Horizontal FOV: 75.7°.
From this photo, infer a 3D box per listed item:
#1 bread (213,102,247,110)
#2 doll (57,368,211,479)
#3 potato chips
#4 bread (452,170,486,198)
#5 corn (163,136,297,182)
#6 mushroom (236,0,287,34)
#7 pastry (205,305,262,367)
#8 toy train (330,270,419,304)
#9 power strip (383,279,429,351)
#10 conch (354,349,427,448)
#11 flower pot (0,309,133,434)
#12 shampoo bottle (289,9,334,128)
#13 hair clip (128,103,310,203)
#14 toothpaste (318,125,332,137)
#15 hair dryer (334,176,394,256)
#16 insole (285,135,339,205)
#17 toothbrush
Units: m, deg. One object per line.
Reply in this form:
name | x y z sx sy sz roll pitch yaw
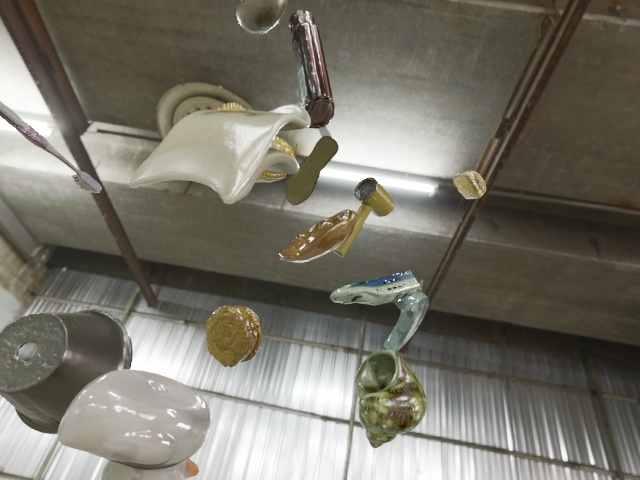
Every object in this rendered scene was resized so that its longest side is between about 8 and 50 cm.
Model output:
bread | -0.253 -0.326 1.249 0.132 0.114 0.190 -25 -35 10
doll | -0.307 0.342 0.688 0.251 0.221 0.221 31 -42 -31
potato chips | 0.001 0.000 0.979 0.208 0.195 0.062 -36 -77 -4
bread | 0.609 -0.228 1.662 0.125 0.082 0.106 54 -18 -12
corn | -0.178 -0.172 0.853 0.305 0.106 0.106 -9 -17 -47
mushroom | -0.184 -0.737 1.327 0.188 0.117 0.141 -31 -33 32
pastry | -0.271 0.295 1.290 0.188 0.189 0.103 -15 -14 30
toy train | 0.126 0.118 0.941 0.233 0.051 0.052 -8 -37 -36
power strip | 0.234 0.193 1.092 0.044 0.137 0.216 35 -45 32
conch | 0.148 0.357 0.921 0.187 0.181 0.124 8 -51 55
flower pot | -0.555 0.249 0.851 0.268 0.269 0.166 3 -27 10
shampoo bottle | -0.027 -0.464 1.094 0.084 0.323 0.129 -6 -23 -9
hair clip | -0.107 -0.140 0.593 0.172 0.282 0.113 11 -70 26
toothpaste | 0.003 -0.458 1.641 0.052 0.033 0.218 -23 -87 38
hair dryer | 0.138 -0.065 1.401 0.090 0.279 0.135 26 -9 46
insole | -0.033 -0.205 1.227 0.086 0.005 0.253 36 -59 -2
toothbrush | -0.514 -0.189 0.716 0.029 0.024 0.354 -7 -31 13
